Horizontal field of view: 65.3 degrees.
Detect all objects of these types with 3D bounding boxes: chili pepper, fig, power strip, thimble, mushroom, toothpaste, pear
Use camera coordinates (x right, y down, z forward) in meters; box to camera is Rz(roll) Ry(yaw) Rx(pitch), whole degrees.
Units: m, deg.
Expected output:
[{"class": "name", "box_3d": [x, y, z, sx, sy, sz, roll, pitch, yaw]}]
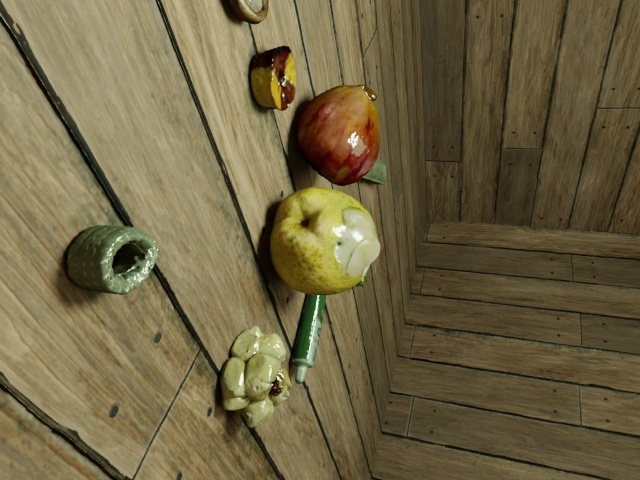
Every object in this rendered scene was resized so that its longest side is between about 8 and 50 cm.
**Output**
[{"class": "chili pepper", "box_3d": [0.133, 0.134, 1.814, 0.204, 0.073, 0.072, -9, 85, -82]}, {"class": "fig", "box_3d": [0.048, -0.262, 1.257, 0.224, 0.224, 0.263, 52, 43, -64]}, {"class": "power strip", "box_3d": [0.189, -0.266, 1.896, 0.387, 0.066, 0.092, -4, 96, -69]}, {"class": "thimble", "box_3d": [-0.261, 0.023, 0.638, 0.110, 0.062, 0.084, -17, 111, -69]}, {"class": "mushroom", "box_3d": [-0.135, -0.455, 0.901, 0.123, 0.052, 0.123, -12, 104, -63]}, {"class": "toothpaste", "box_3d": [-0.022, 0.205, 1.398, 0.098, 0.061, 0.392, 64, 33, -56]}, {"class": "pear", "box_3d": [0.000, 0.000, 1.164, 0.271, 0.271, 0.271, 5, 90, -71]}]

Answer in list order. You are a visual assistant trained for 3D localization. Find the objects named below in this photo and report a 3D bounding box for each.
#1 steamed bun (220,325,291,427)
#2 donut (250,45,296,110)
[{"class": "steamed bun", "box_3d": [-0.125, 0.290, 1.037, 0.192, 0.106, 0.177, -53, 142, -55]}, {"class": "donut", "box_3d": [-0.095, -0.337, 1.037, 0.140, 0.059, 0.140, 5, 90, -72]}]
